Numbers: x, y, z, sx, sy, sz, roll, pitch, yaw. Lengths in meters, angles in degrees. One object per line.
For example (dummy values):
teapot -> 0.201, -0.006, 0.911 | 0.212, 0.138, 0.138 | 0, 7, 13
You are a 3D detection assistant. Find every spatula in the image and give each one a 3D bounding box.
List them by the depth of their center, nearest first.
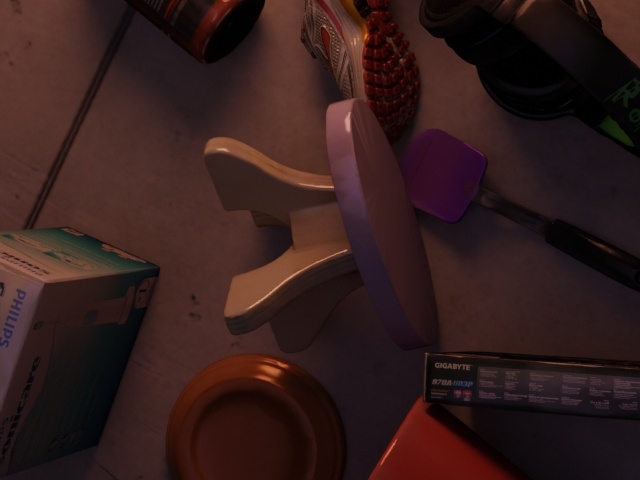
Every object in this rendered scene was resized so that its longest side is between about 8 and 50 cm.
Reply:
spatula -> 0.209, -0.022, 1.886 | 0.296, 0.030, 0.084 | 27, 98, 14

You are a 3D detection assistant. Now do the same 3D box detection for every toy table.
toy table -> 0.000, 0.000, 1.851 | 0.161, 0.252, 0.274 | -11, 111, 15

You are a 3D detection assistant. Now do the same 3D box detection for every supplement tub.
supplement tub -> -0.159, -0.280, 1.945 | 0.198, 0.106, 0.106 | 40, 102, 11

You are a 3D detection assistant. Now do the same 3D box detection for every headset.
headset -> 0.200, -0.232, 1.789 | 0.185, 0.243, 0.394 | -50, 54, 2

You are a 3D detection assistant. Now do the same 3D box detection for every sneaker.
sneaker -> 0.034, -0.200, 1.915 | 0.092, 0.088, 0.225 | -11, 94, 43

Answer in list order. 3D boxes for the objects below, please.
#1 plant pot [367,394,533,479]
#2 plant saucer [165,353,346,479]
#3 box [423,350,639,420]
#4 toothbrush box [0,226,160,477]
plant pot -> 0.135, 0.322, 1.813 | 0.243, 0.275, 0.275 | 30, 100, 6
plant saucer -> -0.073, 0.220, 1.977 | 0.200, 0.037, 0.200 | 1, 92, 17
box -> 0.226, 0.138, 1.808 | 0.220, 0.175, 0.051 | 3, 89, 19
toothbrush box -> -0.301, 0.109, 1.905 | 0.126, 0.295, 0.216 | 22, 99, 14
